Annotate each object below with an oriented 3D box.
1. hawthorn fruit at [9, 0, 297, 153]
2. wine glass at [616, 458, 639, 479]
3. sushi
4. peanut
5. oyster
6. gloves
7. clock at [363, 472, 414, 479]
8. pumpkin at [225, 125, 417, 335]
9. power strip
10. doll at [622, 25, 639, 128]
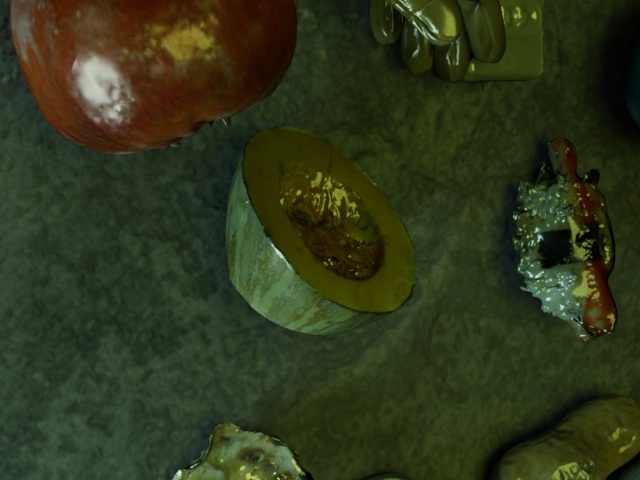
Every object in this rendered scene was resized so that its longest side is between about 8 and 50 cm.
[{"bbox_3d":[-0.152,-0.212,1.056,0.242,0.242,0.271,-26,96,-23],"label":"hawthorn fruit"},{"bbox_3d":[0.399,0.354,1.394,0.323,0.238,0.238,-31,110,-37],"label":"wine glass"},{"bbox_3d":[0.261,0.000,1.369,0.103,0.097,0.226,0,81,-34],"label":"sushi"},{"bbox_3d":[0.285,0.245,1.417,0.214,0.099,0.099,-29,108,-29],"label":"peanut"},{"bbox_3d":[-0.066,0.241,1.246,0.148,0.051,0.103,34,82,-11],"label":"oyster"},{"bbox_3d":[0.063,-0.291,1.201,0.331,0.154,0.141,38,79,-19],"label":"gloves"},{"bbox_3d":[0.034,0.337,1.304,0.191,0.062,0.151,-14,102,-25],"label":"clock"},{"bbox_3d":[-0.016,0.006,1.205,0.217,0.217,0.110,29,121,-27],"label":"pumpkin"},{"bbox_3d":[0.178,-0.284,1.307,0.105,0.070,0.256,-4,99,-27],"label":"power strip"},{"bbox_3d":[0.462,-0.183,1.409,0.322,0.186,0.198,0,127,-45],"label":"doll"}]
